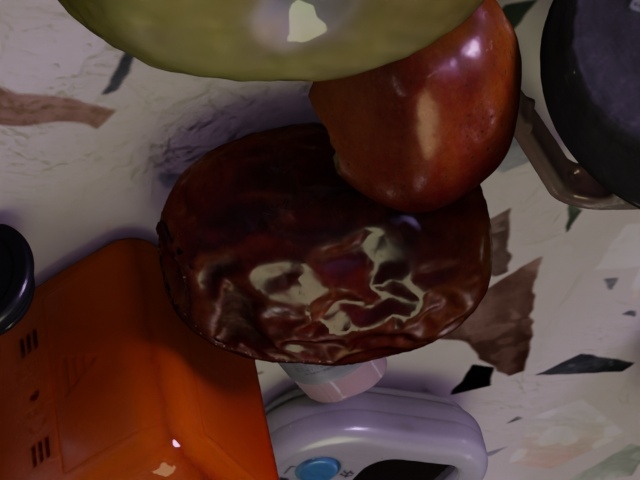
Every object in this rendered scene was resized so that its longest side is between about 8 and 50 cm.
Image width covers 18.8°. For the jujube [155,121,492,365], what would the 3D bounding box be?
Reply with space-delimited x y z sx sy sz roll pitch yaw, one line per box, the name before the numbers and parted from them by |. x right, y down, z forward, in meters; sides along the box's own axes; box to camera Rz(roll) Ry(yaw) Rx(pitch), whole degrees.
jujube | 0.000 0.000 1.448 0.243 0.183 0.183 -5 145 -12

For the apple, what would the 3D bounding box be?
apple | 0.069 -0.108 1.322 0.156 0.147 0.158 -48 165 -19

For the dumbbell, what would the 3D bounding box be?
dumbbell | -0.274 0.012 1.418 0.099 0.099 0.208 -22 147 11

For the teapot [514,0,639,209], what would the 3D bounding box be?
teapot | 0.289 -0.083 1.391 0.300 0.253 0.344 0 157 22

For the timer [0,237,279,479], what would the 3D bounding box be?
timer | -0.185 0.158 1.530 0.250 0.257 0.161 -29 137 17

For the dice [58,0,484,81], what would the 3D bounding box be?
dice | -0.027 -0.239 1.024 0.227 0.238 0.233 -1 143 -22

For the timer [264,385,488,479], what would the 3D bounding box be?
timer | 0.017 0.228 1.854 0.237 0.087 0.262 9 140 -30

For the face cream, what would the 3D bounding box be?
face cream | -0.008 0.075 1.651 0.084 0.057 0.198 -21 148 8
